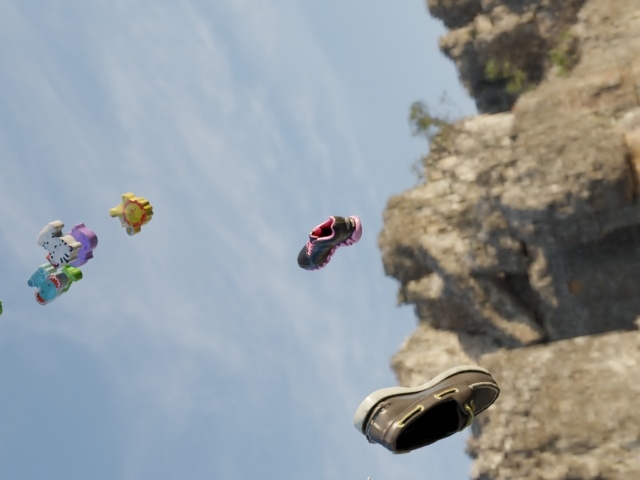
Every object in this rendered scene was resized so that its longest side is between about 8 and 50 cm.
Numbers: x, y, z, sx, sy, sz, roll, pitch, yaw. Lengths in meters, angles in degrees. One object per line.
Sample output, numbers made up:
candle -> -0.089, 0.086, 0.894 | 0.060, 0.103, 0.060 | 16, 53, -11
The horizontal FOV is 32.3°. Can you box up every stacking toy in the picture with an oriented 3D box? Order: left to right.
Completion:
stacking toy -> -0.327, 0.034, 1.414 | 0.052, 0.221, 0.167 | 49, -150, 6

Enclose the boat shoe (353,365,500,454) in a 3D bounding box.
boat shoe -> 0.146, 0.213, 1.360 | 0.228, 0.069, 0.081 | -9, -57, -38

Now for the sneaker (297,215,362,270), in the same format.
sneaker -> 0.000, 0.000, 1.473 | 0.057, 0.119, 0.047 | 10, -127, -40

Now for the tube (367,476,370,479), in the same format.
tube -> 0.021, 0.368, 1.125 | 0.062, 0.070, 0.240 | 6, -82, -28
